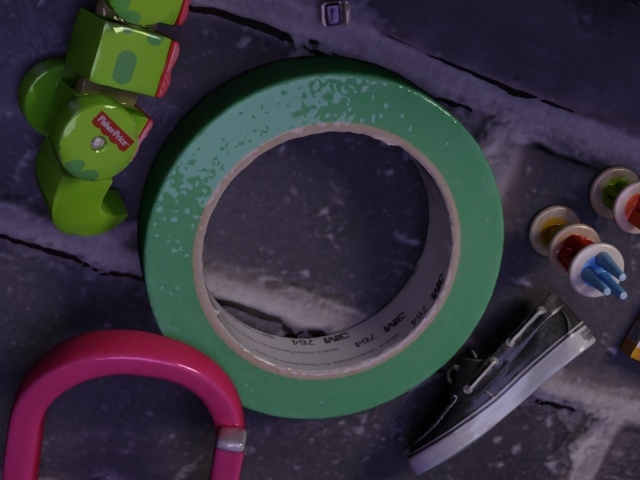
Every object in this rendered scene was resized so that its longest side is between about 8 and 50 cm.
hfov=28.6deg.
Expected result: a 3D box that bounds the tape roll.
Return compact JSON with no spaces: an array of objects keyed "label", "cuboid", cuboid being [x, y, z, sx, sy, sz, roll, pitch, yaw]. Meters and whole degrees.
[{"label":"tape roll","cuboid":[0.000,0.000,1.116,0.321,0.077,0.321,-4,112,-11]}]

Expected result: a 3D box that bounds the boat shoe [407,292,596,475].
[{"label":"boat shoe","cuboid":[0.161,0.139,1.213,0.219,0.078,0.070,-41,79,8]}]

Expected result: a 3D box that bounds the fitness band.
[{"label":"fitness band","cuboid":[-0.178,0.207,1.123,0.209,0.054,0.291,11,122,-6]}]

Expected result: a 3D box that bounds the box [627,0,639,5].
[{"label":"box","cuboid":[0.470,-0.365,0.901,0.480,0.297,0.472,15,119,-14]}]

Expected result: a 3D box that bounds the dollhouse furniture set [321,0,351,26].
[{"label":"dollhouse furniture set","cuboid":[-0.027,-0.211,1.026,0.114,0.081,0.091,-7,111,-10]}]

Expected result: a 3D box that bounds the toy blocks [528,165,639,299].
[{"label":"toy blocks","cuboid":[0.268,-0.003,1.136,0.123,0.148,0.054,-33,114,1]}]

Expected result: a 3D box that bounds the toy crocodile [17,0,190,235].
[{"label":"toy crocodile","cuboid":[-0.158,-0.159,1.001,0.105,0.115,0.340,8,111,-36]}]

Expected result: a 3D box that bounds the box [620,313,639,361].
[{"label":"box","cuboid":[0.369,0.068,1.253,0.081,0.028,0.136,23,105,-19]}]
